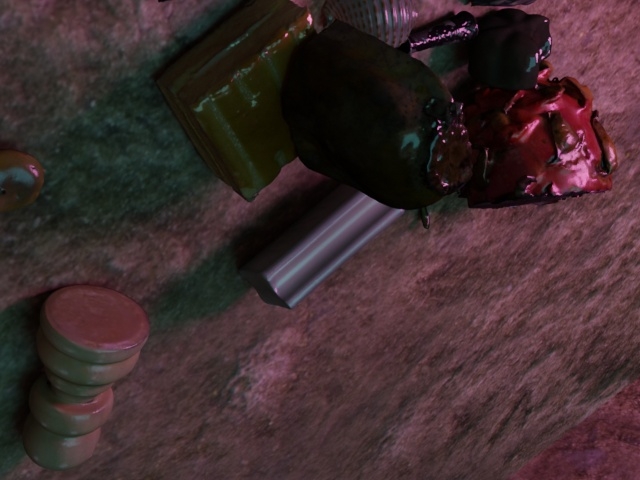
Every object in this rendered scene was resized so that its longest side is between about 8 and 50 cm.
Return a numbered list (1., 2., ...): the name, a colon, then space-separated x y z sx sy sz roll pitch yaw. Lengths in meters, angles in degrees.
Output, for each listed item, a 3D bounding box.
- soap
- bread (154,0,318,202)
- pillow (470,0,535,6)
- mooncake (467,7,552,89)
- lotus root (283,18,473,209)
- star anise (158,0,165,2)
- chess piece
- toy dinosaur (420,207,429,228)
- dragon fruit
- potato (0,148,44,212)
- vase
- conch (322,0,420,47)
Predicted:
1. soap: 0.000 0.000 1.879 0.265 0.160 0.087 -41 102 -14
2. bread: -0.090 -0.216 1.649 0.239 0.111 0.246 -42 143 -12
3. pillow: 0.391 -0.488 1.840 0.161 0.093 0.335 -21 169 -41
4. mooncake: 0.348 -0.342 1.960 0.168 0.175 0.104 -5 128 -12
5. lotus root: 0.086 -0.140 1.599 0.149 0.260 0.267 -41 147 -22
6. star anise: -0.153 -0.400 1.471 0.195 0.065 0.182 -32 145 -36
7. chess piece: -0.380 0.232 1.693 0.167 0.167 0.300 -7 129 -43
8. toy dinosaur: 0.161 -0.186 1.979 0.301 0.087 0.447 -55 141 -64
9. dragon fruit: 0.398 -0.201 2.035 0.296 0.314 0.263 -6 88 -12
10. potato: -0.435 -0.074 1.442 0.138 0.070 0.092 -19 127 -38
11. vase: 0.193 -0.349 1.878 0.167 0.059 0.059 -23 135 -32
12. conch: 0.090 -0.365 1.729 0.153 0.102 0.135 -11 113 -40
